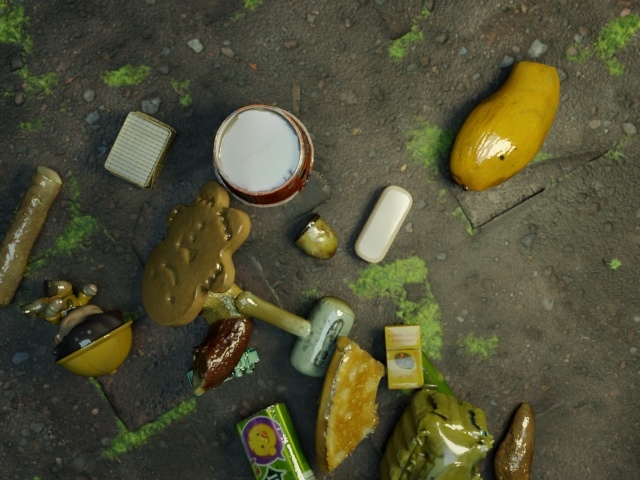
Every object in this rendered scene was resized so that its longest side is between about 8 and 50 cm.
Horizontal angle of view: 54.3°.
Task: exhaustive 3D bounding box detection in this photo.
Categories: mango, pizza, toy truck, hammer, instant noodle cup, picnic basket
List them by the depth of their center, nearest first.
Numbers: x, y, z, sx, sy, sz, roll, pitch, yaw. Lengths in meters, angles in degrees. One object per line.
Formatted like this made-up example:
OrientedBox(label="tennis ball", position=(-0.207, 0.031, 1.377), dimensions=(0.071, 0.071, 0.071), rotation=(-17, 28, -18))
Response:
OrientedBox(label="instant noodle cup", position=(-0.135, -0.197, 1.431), dimensions=(0.250, 0.192, 0.251), rotation=(0, 94, -2))
OrientedBox(label="hammer", position=(-0.073, 0.193, 1.456), dimensions=(0.305, 0.113, 0.202), rotation=(26, 89, -29))
OrientedBox(label="picnic basket", position=(-0.423, -0.213, 1.475), dimensions=(0.115, 0.079, 0.164), rotation=(26, 92, -3))
OrientedBox(label="mango", position=(0.443, -0.266, 1.476), dimensions=(0.187, 0.144, 0.359), rotation=(43, 88, -7))
OrientedBox(label="pizza", position=(0.065, 0.377, 1.491), dimensions=(0.089, 0.223, 0.324), rotation=(14, 97, 39))
OrientedBox(label="toy truck", position=(-0.240, 0.311, 1.528), dimensions=(0.175, 0.081, 0.067), rotation=(-21, 95, -20))

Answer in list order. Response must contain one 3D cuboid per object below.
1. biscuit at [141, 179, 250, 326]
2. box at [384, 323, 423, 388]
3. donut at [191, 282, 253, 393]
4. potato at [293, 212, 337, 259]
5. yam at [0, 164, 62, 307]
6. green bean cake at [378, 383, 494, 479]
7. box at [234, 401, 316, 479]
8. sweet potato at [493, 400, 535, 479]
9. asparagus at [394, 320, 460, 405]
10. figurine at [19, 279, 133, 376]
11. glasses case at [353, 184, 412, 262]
OrientedBox(label="biscuit", position=(-0.301, 0.038, 1.434), dimensions=(0.355, 0.052, 0.275), rotation=(-49, 55, 17))
OrientedBox(label="box", position=(0.202, 0.280, 1.506), dimensions=(0.086, 0.023, 0.155), rotation=(-4, 96, 4))
OrientedBox(label="donut", position=(-0.222, 0.205, 1.462), dimensions=(0.151, 0.112, 0.295), rotation=(3, 74, -19))
OrientedBox(label="potato", position=(0.000, 0.000, 1.514), dimensions=(0.103, 0.066, 0.096), rotation=(36, 95, -6))
OrientedBox(label="yam", position=(-0.708, -0.006, 1.480), dimensions=(0.081, 0.081, 0.357), rotation=(26, 94, -4))
OrientedBox(label="green bean cake", position=(0.306, 0.531, 1.457), dimensions=(0.284, 0.202, 0.310), rotation=(20, 111, -3))
OrientedBox(label="box", position=(-0.080, 0.569, 1.467), dimensions=(0.134, 0.097, 0.346), rotation=(-28, 73, 10))
OrientedBox(label="sweet potato", position=(0.483, 0.576, 1.557), dimensions=(0.113, 0.092, 0.342), rotation=(-4, 94, -27))
OrientedBox(label="asparagus", position=(0.257, 0.327, 1.546), dimensions=(0.067, 0.060, 0.278), rotation=(-36, 93, 11))
OrientedBox(label="figurine", position=(-0.555, 0.204, 1.458), dimensions=(0.256, 0.167, 0.192), rotation=(41, 59, 20))
OrientedBox(label="glasses case", position=(0.151, -0.040, 1.523), dimensions=(0.083, 0.050, 0.196), rotation=(29, 92, -6))
